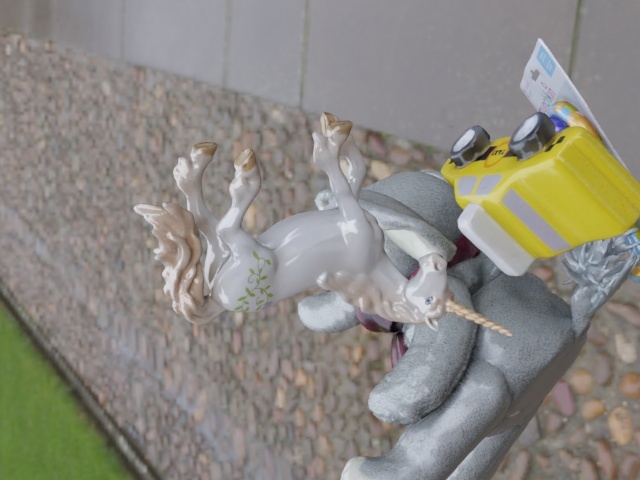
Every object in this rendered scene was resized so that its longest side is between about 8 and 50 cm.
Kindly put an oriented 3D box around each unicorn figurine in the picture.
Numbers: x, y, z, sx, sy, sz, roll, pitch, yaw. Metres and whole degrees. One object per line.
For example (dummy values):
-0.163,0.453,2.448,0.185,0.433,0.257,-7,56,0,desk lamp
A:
0.000,0.000,0.495,0.060,0.161,0.111,-117,17,-71,unicorn figurine

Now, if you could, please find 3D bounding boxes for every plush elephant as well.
0.093,0.055,0.942,0.255,0.271,0.330,42,109,23,plush elephant

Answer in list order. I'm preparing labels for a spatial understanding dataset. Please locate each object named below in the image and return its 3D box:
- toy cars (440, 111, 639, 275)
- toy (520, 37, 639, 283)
0.224,0.020,0.719,0.393,0.176,0.087,30,76,32,toy cars
0.230,-0.047,0.911,0.237,0.056,0.137,56,177,10,toy
